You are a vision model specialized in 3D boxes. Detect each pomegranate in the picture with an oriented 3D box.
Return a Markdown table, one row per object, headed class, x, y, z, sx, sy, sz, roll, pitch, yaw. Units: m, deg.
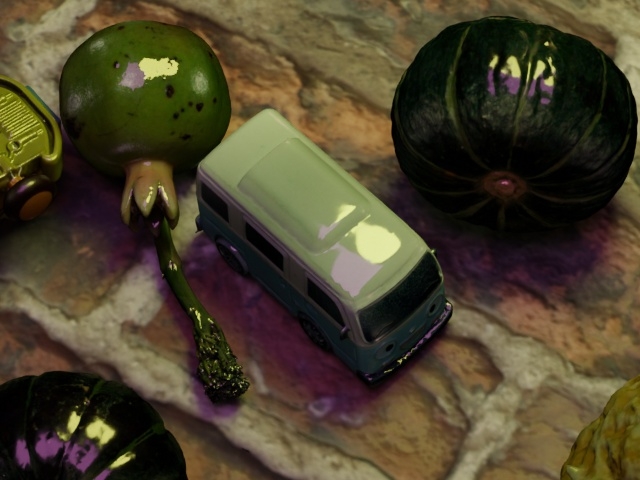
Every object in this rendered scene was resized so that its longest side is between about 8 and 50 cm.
| class | x | y | z | sx | sy | sz | roll | pitch | yaw |
| --- | --- | --- | --- | --- | --- | --- | --- | --- | --- |
| pomegranate | -0.182 | -0.118 | 1.852 | 0.187 | 0.187 | 0.225 | -5 | 73 | 1 |

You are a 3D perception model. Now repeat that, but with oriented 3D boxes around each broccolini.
| class | x | y | z | sx | sy | sz | roll | pitch | yaw |
| --- | --- | --- | --- | --- | --- | --- | --- | --- | --- |
| broccolini | -0.132 | 0.067 | 1.825 | 0.054 | 0.051 | 0.239 | 9 | 43 | -42 |

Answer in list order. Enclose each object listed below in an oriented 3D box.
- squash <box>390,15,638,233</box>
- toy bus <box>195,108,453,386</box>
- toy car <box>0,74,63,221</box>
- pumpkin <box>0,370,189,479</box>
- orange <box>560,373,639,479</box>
| class | x | y | z | sx | sy | sz | roll | pitch | yaw |
| --- | --- | --- | --- | --- | --- | --- | --- | --- | --- |
| squash | 0.194 | -0.116 | 1.779 | 0.252 | 0.252 | 0.165 | 10 | 58 | 9 |
| toy bus | 0.000 | 0.000 | 1.777 | 0.133 | 0.165 | 0.271 | -41 | 67 | -17 |
| toy car | -0.387 | -0.059 | 1.849 | 0.248 | 0.142 | 0.200 | -30 | 64 | -23 |
| pumpkin | -0.247 | 0.245 | 1.641 | 0.250 | 0.216 | 0.250 | 0 | 95 | 5 |
| orange | 0.385 | 0.208 | 1.620 | 0.368 | 0.210 | 0.271 | -40 | 65 | -14 |
